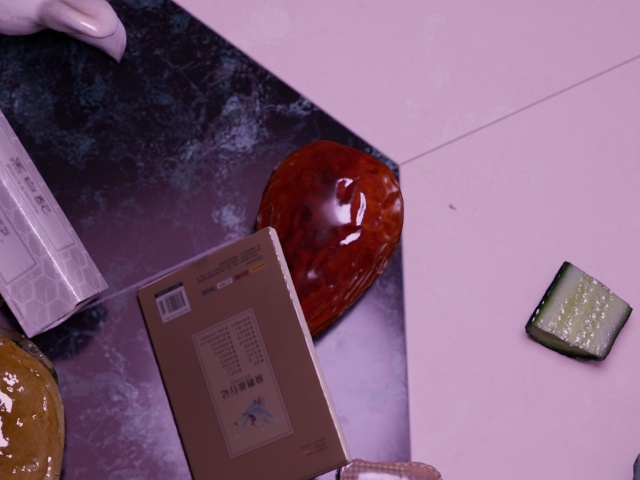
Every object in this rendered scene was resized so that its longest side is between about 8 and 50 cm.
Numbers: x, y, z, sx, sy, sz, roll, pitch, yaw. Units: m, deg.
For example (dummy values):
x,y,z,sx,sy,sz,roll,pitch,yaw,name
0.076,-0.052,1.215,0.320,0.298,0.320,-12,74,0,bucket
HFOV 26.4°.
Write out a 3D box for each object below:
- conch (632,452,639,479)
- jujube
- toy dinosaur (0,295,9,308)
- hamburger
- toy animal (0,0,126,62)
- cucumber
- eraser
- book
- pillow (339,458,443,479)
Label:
x,y,z,sx,sy,sz,roll,pitch,yaw,name
0.515,0.345,1.720,0.303,0.215,0.319,36,46,2,conch
0.000,0.000,1.778,0.190,0.190,0.255,26,88,0,jujube
-0.383,0.058,1.768,0.120,0.029,0.060,8,61,-8,toy dinosaur
-0.444,0.233,1.645,0.265,0.134,0.285,-2,75,-7,hamburger
-0.437,-0.329,1.797,0.368,0.196,0.241,10,93,-2,toy animal
0.344,0.102,1.844,0.116,0.062,0.115,35,73,-4,cucumber
-0.415,-0.079,1.702,0.096,0.098,0.404,-31,91,19,eraser
-0.101,0.166,1.713,0.217,0.021,0.310,-25,75,23,book
0.087,0.384,1.732,0.135,0.034,0.211,5,74,-9,pillow
